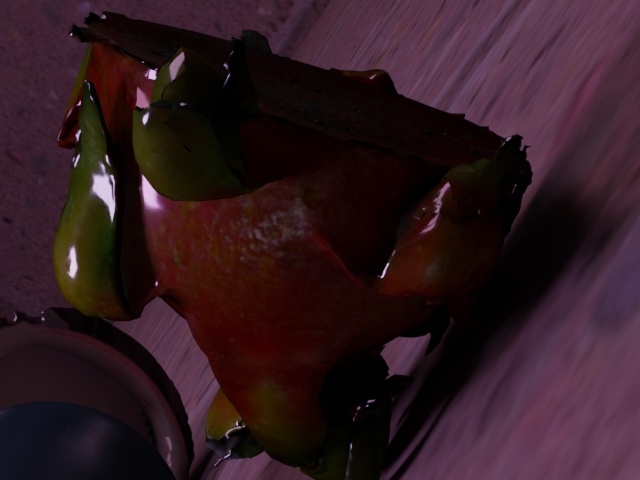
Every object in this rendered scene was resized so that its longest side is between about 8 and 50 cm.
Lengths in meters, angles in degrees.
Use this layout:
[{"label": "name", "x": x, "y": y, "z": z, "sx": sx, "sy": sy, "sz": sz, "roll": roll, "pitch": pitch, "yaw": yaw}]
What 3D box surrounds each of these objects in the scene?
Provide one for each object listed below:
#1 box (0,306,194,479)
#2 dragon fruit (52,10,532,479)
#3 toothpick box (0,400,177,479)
[{"label": "box", "x": -0.142, "y": 0.114, "z": 0.917, "sx": 0.135, "sy": 0.151, "sz": 0.151, "roll": -43, "pitch": 14, "yaw": 39}, {"label": "dragon fruit", "x": 0.000, "y": 0.000, "z": 0.507, "sx": 0.142, "sy": 0.138, "sz": 0.175, "roll": -20, "pitch": -50, "yaw": -28}, {"label": "toothpick box", "x": -0.104, "y": 0.126, "z": 0.635, "sx": 0.120, "sy": 0.120, "sz": 0.184, "roll": -56, "pitch": 3, "yaw": 18}]
